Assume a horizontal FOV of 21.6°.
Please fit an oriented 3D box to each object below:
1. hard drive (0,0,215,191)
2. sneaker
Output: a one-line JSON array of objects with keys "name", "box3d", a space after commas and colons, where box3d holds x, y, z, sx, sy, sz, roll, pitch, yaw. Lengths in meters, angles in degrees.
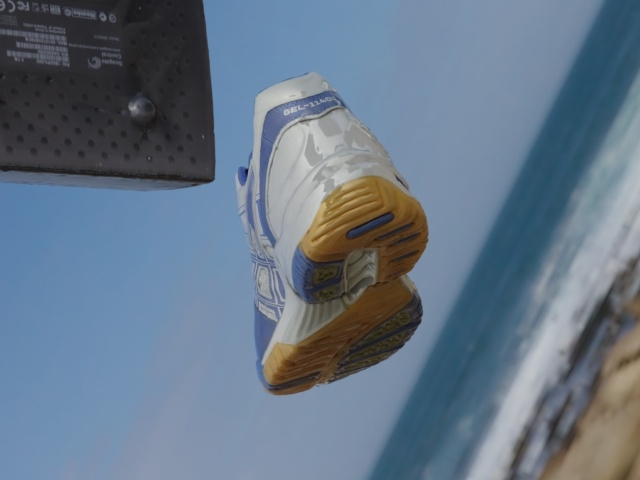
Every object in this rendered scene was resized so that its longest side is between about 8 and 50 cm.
[{"name": "hard drive", "box3d": [-0.144, -0.144, 0.806, 0.054, 0.172, 0.254, -30, 64, 50]}, {"name": "sneaker", "box3d": [0.000, 0.000, 1.107, 0.112, 0.131, 0.296, -18, -24, -18]}]
